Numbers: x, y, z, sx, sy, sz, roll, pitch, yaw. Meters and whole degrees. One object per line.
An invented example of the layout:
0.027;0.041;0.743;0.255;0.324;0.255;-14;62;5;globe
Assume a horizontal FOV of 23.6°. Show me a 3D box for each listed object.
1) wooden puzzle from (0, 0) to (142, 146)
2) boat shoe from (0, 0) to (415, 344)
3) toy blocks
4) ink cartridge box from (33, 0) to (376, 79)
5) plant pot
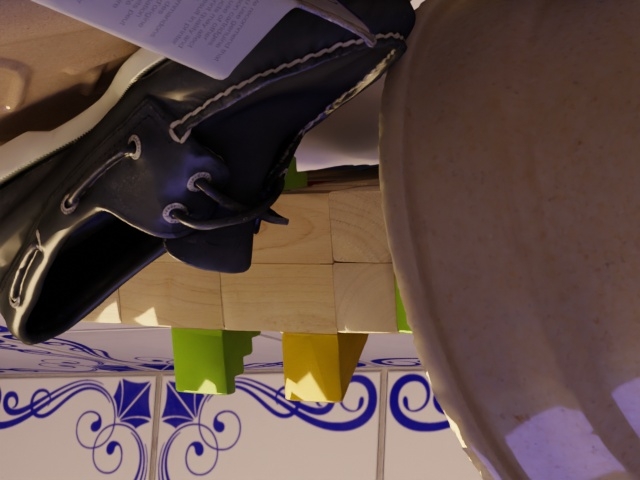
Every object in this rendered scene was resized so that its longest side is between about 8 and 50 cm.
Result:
-0.157;-0.100;0.843;0.322;0.081;0.348;-14;169;-17;wooden puzzle
-0.074;-0.030;0.802;0.340;0.113;0.127;-24;167;33;boat shoe
0.000;0.000;1.179;0.381;0.191;0.261;0;-173;33;toy blocks
-0.116;-0.140;0.552;0.224;0.045;0.223;17;-158;-50;ink cartridge box
0.248;-0.028;0.761;0.305;0.334;0.333;-20;157;35;plant pot
